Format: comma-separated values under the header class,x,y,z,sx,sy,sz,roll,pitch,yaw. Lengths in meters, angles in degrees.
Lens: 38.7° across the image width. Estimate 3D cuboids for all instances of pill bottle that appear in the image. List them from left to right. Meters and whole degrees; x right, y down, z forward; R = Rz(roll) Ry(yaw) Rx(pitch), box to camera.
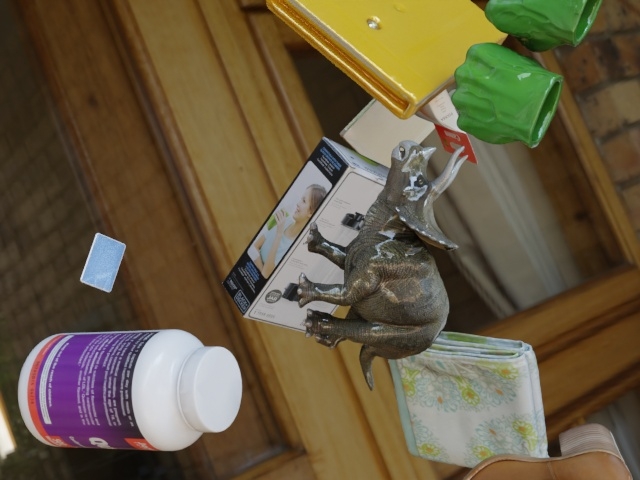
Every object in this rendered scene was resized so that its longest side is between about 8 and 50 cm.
class,x,y,z,sx,sy,sz,roll,pitch,yaw
pill bottle,-0.289,0.229,1.394,0.323,0.181,0.181,-5,2,28

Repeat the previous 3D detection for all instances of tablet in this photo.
class,x,y,z,sx,sy,sz,roll,pitch,yaw
tablet,-0.345,0.035,1.447,0.054,0.083,0.006,26,-20,-32

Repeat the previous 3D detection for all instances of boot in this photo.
class,x,y,z,sx,sy,sz,roll,pitch,yaw
boot,0.281,0.375,1.189,0.283,0.109,0.220,-30,16,21

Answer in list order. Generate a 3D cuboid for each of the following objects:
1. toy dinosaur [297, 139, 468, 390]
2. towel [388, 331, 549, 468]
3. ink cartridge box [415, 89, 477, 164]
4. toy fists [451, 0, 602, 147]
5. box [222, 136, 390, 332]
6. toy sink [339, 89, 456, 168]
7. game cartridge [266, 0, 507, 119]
class,x,y,z,sx,sy,sz,roll,pitch,yaw
toy dinosaur,0.066,0.061,0.920,0.160,0.313,0.121,1,31,9
towel,0.319,0.356,1.975,0.321,0.374,0.090,6,36,32
ink cartridge box,0.196,-0.213,1.588,0.045,0.179,0.145,-29,22,-7
toy fists,0.281,-0.267,1.261,0.096,0.142,0.279,6,-72,-63
box,0.000,0.000,1.411,0.169,0.087,0.290,18,-66,-43
toy sink,0.160,-0.258,1.841,0.234,0.131,0.153,-45,7,6
game cartridge,0.114,-0.348,1.432,0.324,0.285,0.052,-39,-12,-45
